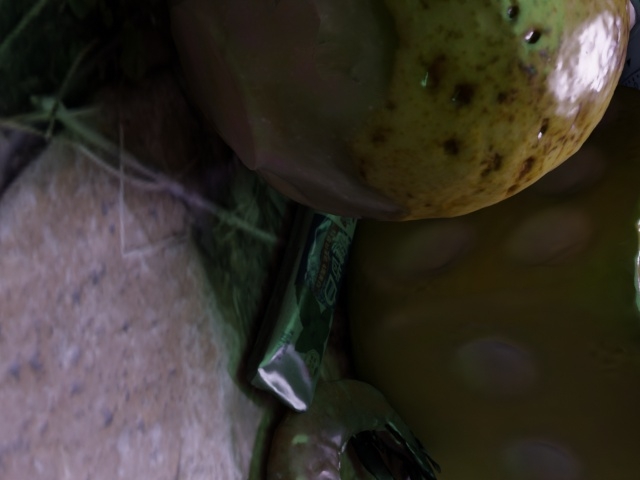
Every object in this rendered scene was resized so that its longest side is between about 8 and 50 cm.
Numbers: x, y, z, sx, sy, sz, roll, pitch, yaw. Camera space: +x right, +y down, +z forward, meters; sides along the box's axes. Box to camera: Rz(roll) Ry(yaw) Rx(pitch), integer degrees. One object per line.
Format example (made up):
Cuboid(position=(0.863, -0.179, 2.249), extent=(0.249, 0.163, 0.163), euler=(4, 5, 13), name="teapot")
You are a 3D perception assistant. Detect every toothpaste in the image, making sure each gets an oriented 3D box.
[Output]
Cuboid(position=(0.000, 0.000, 0.969), extent=(0.060, 0.038, 0.233), euler=(43, 51, -39), name="toothpaste")

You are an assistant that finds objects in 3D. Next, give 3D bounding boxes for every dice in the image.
Cuboid(position=(0.164, 0.042, 1.075), extent=(0.233, 0.227, 0.238), euler=(66, 33, -34), name="dice")

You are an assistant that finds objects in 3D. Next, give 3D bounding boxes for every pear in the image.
Cuboid(position=(0.038, -0.145, 0.826), extent=(0.271, 0.271, 0.271), euler=(13, 75, -62), name="pear")

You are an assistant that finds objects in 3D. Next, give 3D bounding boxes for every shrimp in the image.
Cuboid(position=(0.033, 0.195, 0.977), extent=(0.152, 0.046, 0.219), euler=(-26, 98, -54), name="shrimp")

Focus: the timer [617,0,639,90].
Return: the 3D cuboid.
Cuboid(position=(0.392, -0.226, 1.680), extent=(0.175, 0.175, 0.255), euler=(42, 21, -54), name="timer")
